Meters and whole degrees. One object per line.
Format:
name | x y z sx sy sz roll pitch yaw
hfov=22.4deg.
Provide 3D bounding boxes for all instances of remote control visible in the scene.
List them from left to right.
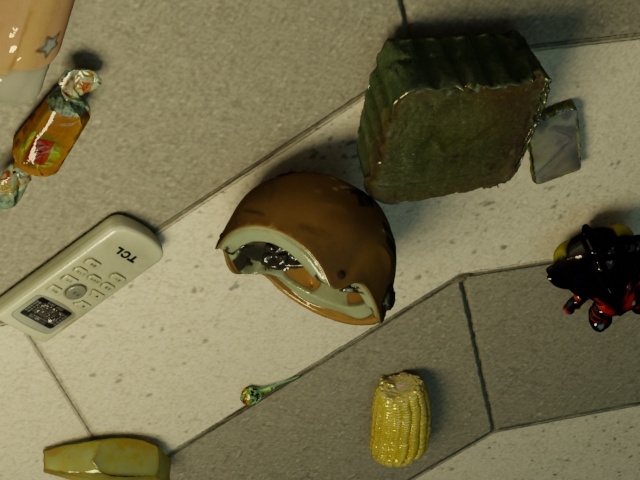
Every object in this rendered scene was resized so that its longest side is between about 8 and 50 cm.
remote control | -0.262 0.042 1.762 0.190 0.029 0.087 -34 141 16

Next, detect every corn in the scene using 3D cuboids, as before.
corn | 0.106 0.241 2.162 0.085 0.063 0.165 3 140 7

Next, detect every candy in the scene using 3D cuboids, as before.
candy | -0.267 -0.102 1.572 0.053 0.046 0.182 18 123 -36
candy | -0.063 0.188 2.050 0.083 0.025 0.023 -19 -174 -17

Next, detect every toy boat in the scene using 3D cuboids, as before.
toy boat | -0.264 0.282 2.032 0.172 0.065 0.066 11 151 -32
toy boat | 0.266 -0.111 1.843 0.063 0.016 0.115 -20 143 -3

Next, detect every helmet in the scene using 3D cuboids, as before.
helmet | 0.000 0.000 1.735 0.130 0.198 0.224 -65 153 -10

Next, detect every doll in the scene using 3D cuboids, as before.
doll | 0.353 0.042 2.027 0.127 0.088 0.248 -48 150 0

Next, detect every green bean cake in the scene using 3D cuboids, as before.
green bean cake | 0.130 -0.134 1.685 0.181 0.094 0.173 -8 141 -18

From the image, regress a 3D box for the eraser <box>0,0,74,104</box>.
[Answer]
eraser | -0.275 -0.247 1.359 0.171 0.087 0.290 3 136 -25
